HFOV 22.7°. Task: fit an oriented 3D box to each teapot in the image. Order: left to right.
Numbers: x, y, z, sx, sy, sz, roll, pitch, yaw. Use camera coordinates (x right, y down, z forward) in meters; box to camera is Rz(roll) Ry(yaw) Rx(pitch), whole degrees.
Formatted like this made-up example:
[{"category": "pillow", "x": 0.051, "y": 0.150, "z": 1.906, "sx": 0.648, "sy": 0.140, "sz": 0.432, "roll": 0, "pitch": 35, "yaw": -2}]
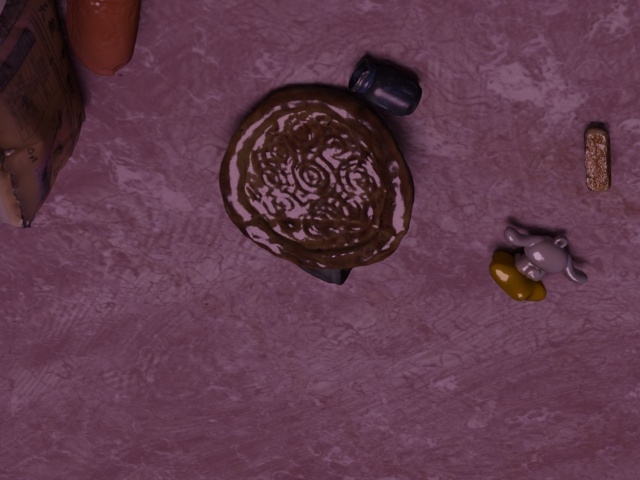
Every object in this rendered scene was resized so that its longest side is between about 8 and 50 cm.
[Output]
[{"category": "teapot", "x": 0.002, "y": -0.010, "z": 2.099, "sx": 0.108, "sy": 0.149, "sz": 0.111, "roll": 17, "pitch": 104, "yaw": 9}, {"category": "teapot", "x": 0.076, "y": -0.185, "z": 1.903, "sx": 0.083, "sy": 0.063, "sz": 0.049, "roll": 26, "pitch": 106, "yaw": -17}]

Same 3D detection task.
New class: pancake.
[{"category": "pancake", "x": -0.005, "y": -0.074, "z": 1.975, "sx": 0.250, "sy": 0.031, "sz": 0.250, "roll": 6, "pitch": 114, "yaw": 15}]

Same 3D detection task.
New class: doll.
[{"category": "doll", "x": 0.279, "y": 0.029, "z": 2.111, "sx": 0.113, "sy": 0.071, "sz": 0.135, "roll": -21, "pitch": 128, "yaw": 20}]

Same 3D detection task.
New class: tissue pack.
[{"category": "tissue pack", "x": -0.364, "y": -0.165, "z": 1.859, "sx": 0.123, "sy": 0.215, "sz": 0.257, "roll": 11, "pitch": 142, "yaw": 11}]

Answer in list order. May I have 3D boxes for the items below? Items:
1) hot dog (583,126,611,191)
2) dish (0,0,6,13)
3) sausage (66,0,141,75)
[{"category": "hot dog", "x": 0.342, "y": -0.103, "z": 1.961, "sx": 0.030, "sy": 0.034, "sz": 0.090, "roll": 5, "pitch": 123, "yaw": 21}, {"category": "dish", "x": -0.410, "y": -0.303, "z": 1.507, "sx": 0.256, "sy": 0.117, "sz": 0.256, "roll": 9, "pitch": 108, "yaw": 30}, {"category": "sausage", "x": -0.239, "y": -0.301, "z": 1.776, "sx": 0.086, "sy": 0.086, "sz": 0.289, "roll": 10, "pitch": 141, "yaw": -2}]
